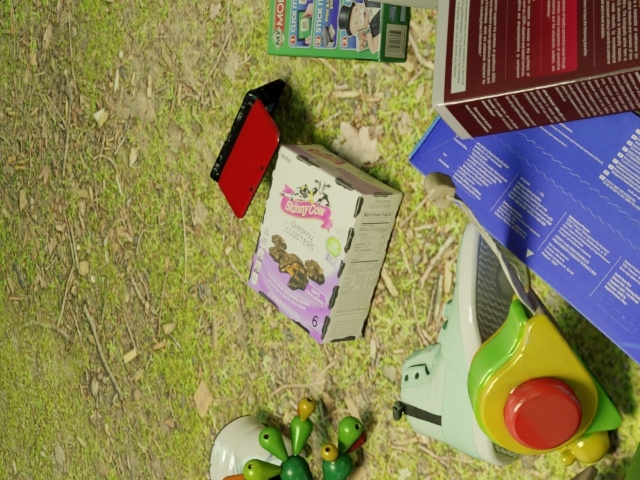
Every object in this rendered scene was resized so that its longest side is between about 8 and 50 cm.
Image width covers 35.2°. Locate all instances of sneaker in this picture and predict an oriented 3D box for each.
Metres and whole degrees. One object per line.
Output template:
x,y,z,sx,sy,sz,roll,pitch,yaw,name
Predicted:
-0.086,0.389,1.349,0.129,0.111,0.297,11,104,40,sneaker
0.135,0.098,1.061,0.151,0.094,0.255,4,96,50,sneaker

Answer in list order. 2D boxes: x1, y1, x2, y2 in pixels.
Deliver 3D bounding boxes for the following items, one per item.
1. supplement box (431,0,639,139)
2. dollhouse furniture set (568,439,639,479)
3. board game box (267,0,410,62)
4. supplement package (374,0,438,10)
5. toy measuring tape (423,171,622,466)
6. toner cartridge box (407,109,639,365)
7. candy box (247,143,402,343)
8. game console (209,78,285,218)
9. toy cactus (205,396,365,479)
0.221,-0.174,0.865,0.240,0.073,0.130,-7,66,30,supplement box
0.340,0.311,0.856,0.301,0.151,0.197,41,135,6,dollhouse furniture set
0.025,-0.374,1.193,0.214,0.046,0.317,16,106,50,board game box
0.157,-0.336,0.956,0.203,0.149,0.194,-6,88,49,supplement package
0.158,0.093,0.917,0.121,0.121,0.330,-13,122,50,toy measuring tape
0.245,-0.037,0.899,0.165,0.075,0.348,-54,51,14,toner cartridge box
0.000,0.000,1.234,0.165,0.070,0.196,35,118,44,candy box
-0.077,-0.120,1.307,0.085,0.124,0.144,38,124,12,game console
-0.021,0.301,1.251,0.219,0.112,0.180,-36,100,6,toy cactus
